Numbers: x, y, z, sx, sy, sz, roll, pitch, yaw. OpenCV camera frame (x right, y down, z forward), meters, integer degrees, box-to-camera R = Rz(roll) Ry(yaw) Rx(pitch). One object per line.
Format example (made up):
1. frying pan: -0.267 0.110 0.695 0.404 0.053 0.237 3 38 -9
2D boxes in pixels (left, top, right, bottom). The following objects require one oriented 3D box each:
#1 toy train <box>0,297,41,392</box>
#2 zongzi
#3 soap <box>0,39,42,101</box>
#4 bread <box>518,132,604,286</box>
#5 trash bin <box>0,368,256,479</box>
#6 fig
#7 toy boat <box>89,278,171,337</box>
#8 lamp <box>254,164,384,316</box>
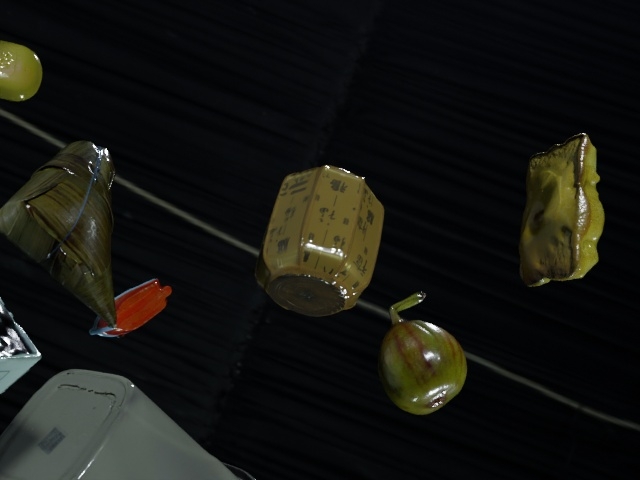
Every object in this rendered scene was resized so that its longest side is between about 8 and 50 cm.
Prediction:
1. toy train: -0.415 -0.023 0.699 0.088 0.407 0.086 -42 166 8
2. zongzi: -0.344 -0.019 1.169 0.112 0.242 0.221 -24 -153 35
3. soap: -0.449 -0.234 1.032 0.045 0.140 0.088 134 -40 -61
4. bread: 0.385 -0.040 1.221 0.161 0.088 0.232 140 -37 -76
5. trash bin: -0.228 0.291 0.876 0.250 0.219 0.219 59 46 -34
6. fig: 0.151 0.179 1.229 0.148 0.186 0.142 -32 161 -2
7. toy boat: -0.348 0.126 1.399 0.173 0.059 0.069 -39 116 -49
8. lamp: 0.000 0.000 1.029 0.161 0.161 0.185 111 -4 -56
